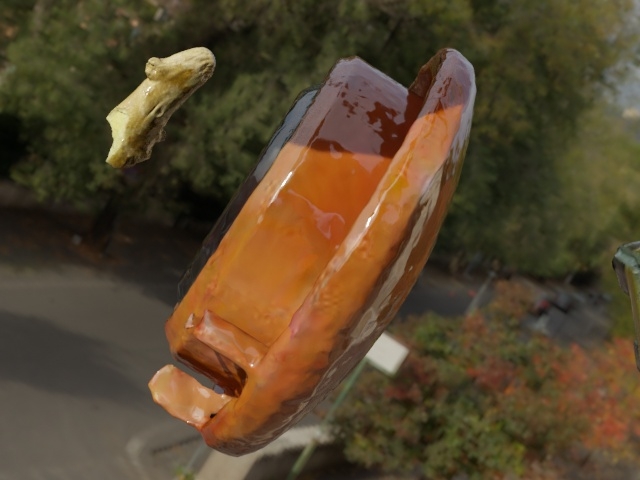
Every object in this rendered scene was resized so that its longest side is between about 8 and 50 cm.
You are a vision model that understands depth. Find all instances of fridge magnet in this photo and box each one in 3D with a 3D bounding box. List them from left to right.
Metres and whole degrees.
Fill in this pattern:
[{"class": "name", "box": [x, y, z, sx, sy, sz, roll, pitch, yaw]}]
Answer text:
[{"class": "fridge magnet", "box": [0.000, 0.000, 0.983, 0.155, 0.363, 0.363, 32, 10, -4]}]

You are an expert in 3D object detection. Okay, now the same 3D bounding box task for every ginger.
[{"class": "ginger", "box": [-0.151, -0.125, 1.137, 0.057, 0.137, 0.044, 40, 3, -12]}]

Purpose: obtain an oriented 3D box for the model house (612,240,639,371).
[{"class": "model house", "box": [0.282, 0.091, 0.676, 0.198, 0.224, 0.215, -10, 7, 4]}]
